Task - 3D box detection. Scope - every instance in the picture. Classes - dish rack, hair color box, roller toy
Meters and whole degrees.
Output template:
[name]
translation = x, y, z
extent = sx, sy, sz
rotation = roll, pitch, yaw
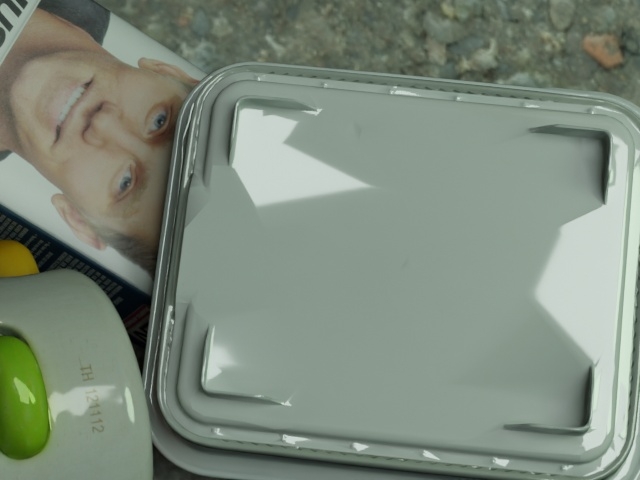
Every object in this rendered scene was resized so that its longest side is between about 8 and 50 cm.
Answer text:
[dish rack]
translation = 0.057, 0.020, 1.256
extent = 0.332, 0.072, 0.286
rotation = 6, 77, 3
[hair color box]
translation = -0.197, -0.080, 1.372
extent = 0.347, 0.105, 0.174
rotation = 32, 65, -12
[roller toy]
translation = -0.194, 0.116, 1.268
extent = 0.146, 0.209, 0.191
rotation = -10, 117, -25

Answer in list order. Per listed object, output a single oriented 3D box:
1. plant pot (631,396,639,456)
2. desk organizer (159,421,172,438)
[plant pot]
translation = 0.139, 0.084, 1.393
extent = 0.265, 0.272, 0.272
rotation = 41, 63, 1
[desk organizer]
translation = -0.112, 0.113, 1.336
extent = 0.050, 0.130, 0.047
rotation = -25, 86, -25
